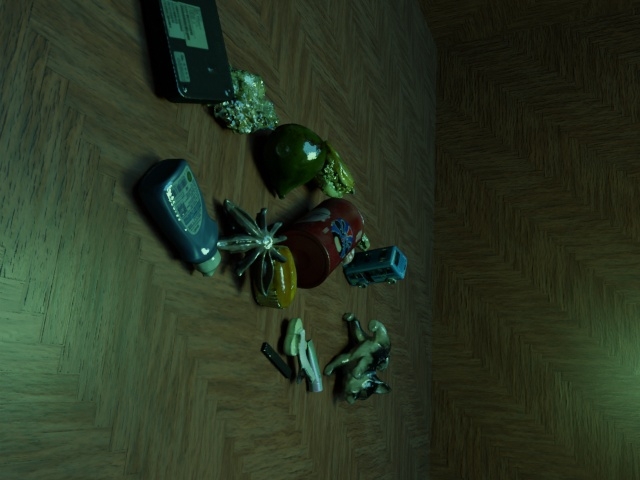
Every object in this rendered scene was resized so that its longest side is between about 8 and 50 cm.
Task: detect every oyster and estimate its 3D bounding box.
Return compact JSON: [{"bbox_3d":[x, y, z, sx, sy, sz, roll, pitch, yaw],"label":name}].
[{"bbox_3d":[-0.216,-0.381,1.501,0.260,0.092,0.198,39,54,-51],"label":"oyster"}]

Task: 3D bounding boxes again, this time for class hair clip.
[{"bbox_3d":[-0.066,0.354,1.753,0.159,0.071,0.218,-39,120,-72],"label":"hair clip"}]

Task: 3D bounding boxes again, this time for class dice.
[{"bbox_3d":[0.073,0.035,2.054,0.094,0.091,0.093,-60,139,-47],"label":"dice"}]

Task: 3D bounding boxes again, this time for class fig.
[{"bbox_3d":[-0.088,-0.235,1.651,0.195,0.196,0.244,-13,122,-64],"label":"fig"}]

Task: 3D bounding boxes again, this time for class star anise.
[{"bbox_3d":[-0.192,0.006,1.468,0.258,0.111,0.198,41,65,-31],"label":"star anise"}]

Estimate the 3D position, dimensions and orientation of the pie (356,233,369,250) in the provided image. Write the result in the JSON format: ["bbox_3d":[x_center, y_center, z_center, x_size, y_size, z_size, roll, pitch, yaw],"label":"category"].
[{"bbox_3d":[0.108,-0.056,2.088,0.052,0.185,0.218,-40,124,-6],"label":"pie"}]

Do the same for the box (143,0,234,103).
[{"bbox_3d":[-0.320,-0.507,1.291,0.211,0.058,0.349,-22,102,-57],"label":"box"}]

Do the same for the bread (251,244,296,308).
[{"bbox_3d":[-0.132,0.108,1.606,0.132,0.114,0.190,-24,114,-65],"label":"bread"}]

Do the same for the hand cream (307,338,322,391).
[{"bbox_3d":[-0.026,0.435,1.865,0.076,0.047,0.174,3,80,-80],"label":"hand cream"}]

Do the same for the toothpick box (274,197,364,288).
[{"bbox_3d":[0.000,0.000,1.781,0.333,0.204,0.204,-45,127,-59],"label":"toothpick box"}]

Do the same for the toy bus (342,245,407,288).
[{"bbox_3d":[0.217,0.105,2.183,0.134,0.247,0.113,49,44,-36],"label":"toy bus"}]

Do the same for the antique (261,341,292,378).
[{"bbox_3d":[-0.134,0.376,1.673,0.192,0.015,0.031,59,37,-44],"label":"antique"}]

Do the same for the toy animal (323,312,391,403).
[{"bbox_3d":[0.179,0.495,2.116,0.302,0.195,0.344,61,41,-33],"label":"toy animal"}]

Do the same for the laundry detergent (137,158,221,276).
[{"bbox_3d":[-0.314,-0.042,1.266,0.143,0.094,0.289,-72,151,-49],"label":"laundry detergent"}]

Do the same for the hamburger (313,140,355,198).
[{"bbox_3d":[0.031,-0.254,1.935,0.189,0.122,0.215,43,18,-46],"label":"hamburger"}]
